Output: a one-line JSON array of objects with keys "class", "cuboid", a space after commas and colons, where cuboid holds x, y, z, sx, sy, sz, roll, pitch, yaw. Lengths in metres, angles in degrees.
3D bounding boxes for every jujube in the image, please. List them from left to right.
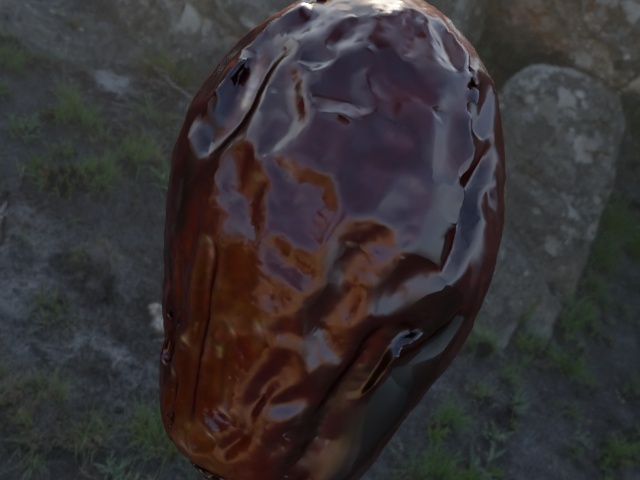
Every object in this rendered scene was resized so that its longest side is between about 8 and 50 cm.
[{"class": "jujube", "cuboid": [0.000, 0.000, 0.425, 0.197, 0.290, 0.197, 18, 2, -1]}]
